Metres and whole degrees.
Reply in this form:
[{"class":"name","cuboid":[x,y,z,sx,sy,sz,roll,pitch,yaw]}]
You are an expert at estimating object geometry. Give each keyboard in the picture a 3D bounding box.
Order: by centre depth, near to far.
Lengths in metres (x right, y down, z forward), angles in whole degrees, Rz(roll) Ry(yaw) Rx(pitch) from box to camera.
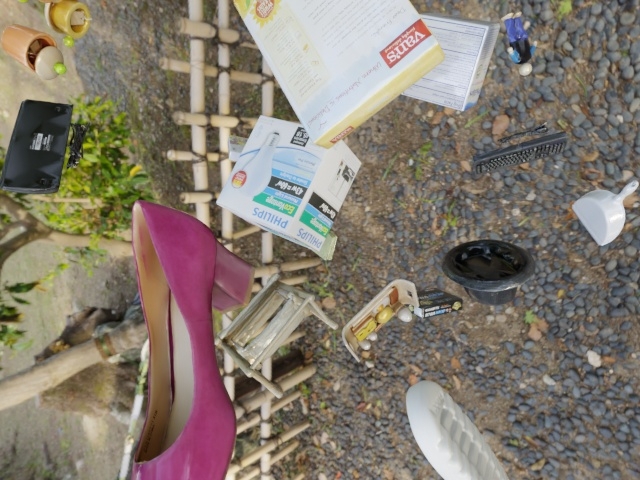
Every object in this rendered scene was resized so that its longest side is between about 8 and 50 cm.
[{"class":"keyboard","cuboid":[-0.424,-0.141,0.630,0.038,0.100,0.192,122,143,-51]},{"class":"keyboard","cuboid":[0.722,-0.329,1.460,0.317,0.201,0.033,-14,59,18]}]

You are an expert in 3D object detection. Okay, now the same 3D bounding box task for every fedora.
[{"class":"fedora","cuboid":[0.601,0.129,1.452,0.334,0.334,0.152,6,122,40]}]

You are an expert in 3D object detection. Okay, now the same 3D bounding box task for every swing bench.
[{"class":"swing bench","cuboid":[-0.140,0.241,1.114,0.255,0.165,0.253,23,65,45]}]

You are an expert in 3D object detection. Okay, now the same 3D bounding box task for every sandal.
[{"class":"sandal","cuboid":[0.244,0.413,0.680,0.102,0.169,0.416,-28,98,27]}]

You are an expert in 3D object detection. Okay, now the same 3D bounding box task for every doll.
[{"class":"doll","cuboid":[0.630,-0.615,1.264,0.046,0.129,0.188,-10,97,68]}]

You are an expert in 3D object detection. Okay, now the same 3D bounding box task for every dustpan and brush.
[{"class":"dustpan and brush","cuboid":[0.773,-0.093,1.075,0.060,0.211,0.147,-22,63,4]}]

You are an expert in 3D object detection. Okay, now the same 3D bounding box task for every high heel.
[{"class":"high heel","cuboid":[-0.183,0.132,0.435,0.127,0.181,0.377,-30,40,29]}]

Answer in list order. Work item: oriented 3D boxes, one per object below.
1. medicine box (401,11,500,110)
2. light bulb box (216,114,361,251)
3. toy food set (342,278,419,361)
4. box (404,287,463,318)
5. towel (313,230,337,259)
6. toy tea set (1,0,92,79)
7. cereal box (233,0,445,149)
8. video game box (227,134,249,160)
[{"class":"medicine box","cuboid":[0.474,-0.665,1.494,0.264,0.149,0.289,27,130,27]},{"class":"light bulb box","cuboid":[-0.111,-0.202,1.414,0.358,0.225,0.360,22,84,33]},{"class":"toy food set","cuboid":[0.217,0.286,1.399,0.306,0.219,0.092,-42,57,-8]},{"class":"box","cuboid":[0.459,0.262,1.697,0.175,0.220,0.051,22,115,62]},{"class":"towel","cuboid":[0.000,0.000,1.520,0.148,0.027,0.110,33,115,35]},{"class":"toy tea set","cuboid":[-0.451,-0.456,0.733,0.124,0.200,0.336,27,114,-1]},{"class":"cereal box","cuboid":[0.011,-0.257,0.484,0.173,0.047,0.240,-33,76,23]},{"class":"video game box","cuboid":[-0.293,-0.383,1.724,0.187,0.205,0.048,-109,32,-51]}]
